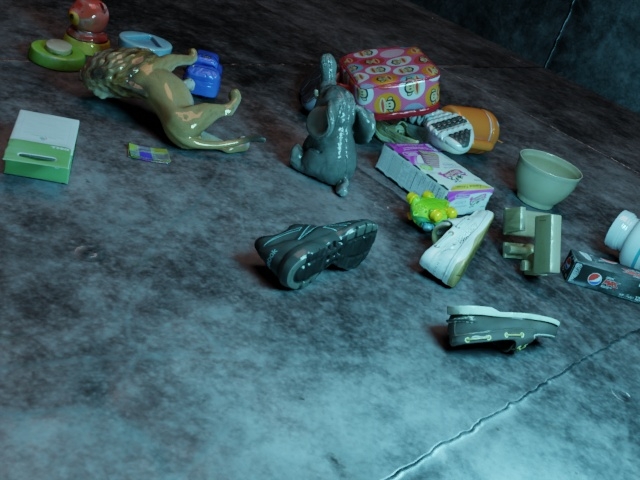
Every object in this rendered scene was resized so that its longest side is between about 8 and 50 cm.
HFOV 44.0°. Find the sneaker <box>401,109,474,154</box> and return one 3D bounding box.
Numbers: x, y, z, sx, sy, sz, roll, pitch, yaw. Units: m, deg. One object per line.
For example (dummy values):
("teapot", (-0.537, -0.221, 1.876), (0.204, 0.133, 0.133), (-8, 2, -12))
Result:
("sneaker", (0.293, -0.269, 2.010), (0.110, 0.118, 0.292), (-14, 30, -18))

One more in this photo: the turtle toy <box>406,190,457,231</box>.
("turtle toy", (0.237, -0.056, 1.669), (0.130, 0.066, 0.095), (-8, 37, -42))

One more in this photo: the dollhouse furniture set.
("dollhouse furniture set", (0.470, 0.002, 1.623), (0.123, 0.144, 0.151), (6, -6, -24))

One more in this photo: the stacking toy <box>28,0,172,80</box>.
("stacking toy", (-0.530, -0.482, 1.910), (0.309, 0.130, 0.279), (25, 28, 13))

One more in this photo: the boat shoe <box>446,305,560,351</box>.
("boat shoe", (0.308, 0.153, 1.332), (0.228, 0.068, 0.081), (9, -11, -26))

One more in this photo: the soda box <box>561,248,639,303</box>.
("soda box", (0.599, 0.075, 1.665), (0.169, 0.053, 0.060), (17, 27, -4))

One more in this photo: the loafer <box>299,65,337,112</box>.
("loafer", (0.008, -0.394, 2.142), (0.095, 0.109, 0.302), (50, 21, -21))

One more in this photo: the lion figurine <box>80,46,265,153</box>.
("lion figurine", (-0.320, -0.297, 1.696), (0.240, 0.142, 0.392), (-22, 51, -42))

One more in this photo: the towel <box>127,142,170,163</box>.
("towel", (-0.344, -0.176, 1.591), (0.083, 0.009, 0.060), (8, 30, -20))

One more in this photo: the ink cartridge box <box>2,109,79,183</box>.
("ink cartridge box", (-0.495, -0.156, 1.405), (0.109, 0.062, 0.209), (9, 29, -17))

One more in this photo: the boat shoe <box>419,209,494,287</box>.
("boat shoe", (0.268, -0.007, 1.564), (0.096, 0.098, 0.277), (27, 30, 14))

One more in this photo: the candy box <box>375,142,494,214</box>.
("candy box", (0.264, -0.147, 1.847), (0.159, 0.071, 0.233), (-6, 37, -40))

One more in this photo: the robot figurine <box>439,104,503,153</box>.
("robot figurine", (0.392, -0.301, 2.148), (0.219, 0.128, 0.158), (1, 0, -30))

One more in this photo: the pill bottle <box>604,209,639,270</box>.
("pill bottle", (0.767, 0.035, 1.740), (0.264, 0.146, 0.146), (35, 32, 28))

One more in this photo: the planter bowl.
("planter bowl", (0.555, -0.145, 1.981), (0.162, 0.109, 0.162), (15, 27, -8))

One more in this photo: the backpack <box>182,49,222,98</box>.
("backpack", (-0.294, -0.411, 1.959), (0.098, 0.101, 0.120), (8, 32, -7))

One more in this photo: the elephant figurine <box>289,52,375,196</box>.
("elephant figurine", (0.030, -0.255, 1.716), (0.186, 0.239, 0.169), (24, 28, 10))

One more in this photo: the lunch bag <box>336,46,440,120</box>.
("lunch bag", (0.157, -0.407, 2.032), (0.258, 0.120, 0.293), (-8, 31, -4))

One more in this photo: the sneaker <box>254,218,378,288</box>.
("sneaker", (0.000, 0.000, 1.384), (0.106, 0.101, 0.267), (33, 30, 30))

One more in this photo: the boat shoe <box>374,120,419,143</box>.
("boat shoe", (0.201, -0.276, 2.043), (0.068, 0.072, 0.190), (-2, 33, -34))
